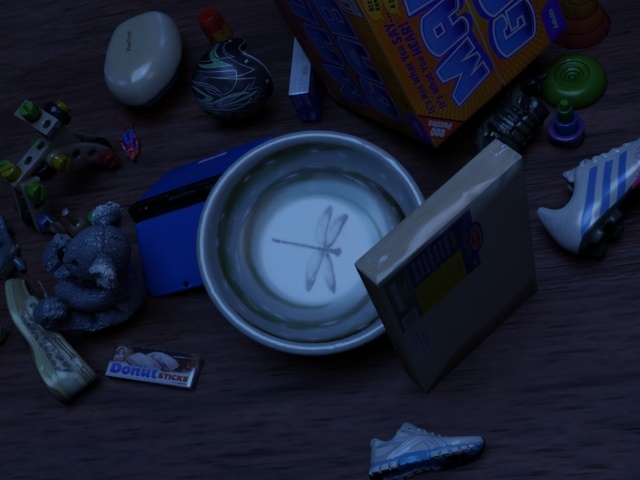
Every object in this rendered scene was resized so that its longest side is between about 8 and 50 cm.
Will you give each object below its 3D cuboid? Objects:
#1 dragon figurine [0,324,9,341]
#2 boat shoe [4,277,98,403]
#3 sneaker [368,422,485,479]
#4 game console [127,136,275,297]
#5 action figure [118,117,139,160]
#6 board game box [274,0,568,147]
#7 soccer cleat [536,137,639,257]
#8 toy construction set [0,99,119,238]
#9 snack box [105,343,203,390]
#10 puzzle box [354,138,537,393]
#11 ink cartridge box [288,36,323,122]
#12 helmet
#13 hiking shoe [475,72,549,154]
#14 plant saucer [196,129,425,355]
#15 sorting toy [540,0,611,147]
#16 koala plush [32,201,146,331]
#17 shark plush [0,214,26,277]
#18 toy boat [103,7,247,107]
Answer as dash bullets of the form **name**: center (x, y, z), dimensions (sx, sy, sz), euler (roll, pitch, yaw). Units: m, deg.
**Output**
- **dragon figurine**: center (-0.718, 0.213, 1.726), dimensions (0.144, 0.085, 0.289), euler (4, 61, 19)
- **boat shoe**: center (-0.520, 0.178, 1.683), dimensions (0.089, 0.104, 0.285), euler (-32, 66, -8)
- **sneaker**: center (0.164, 0.324, 1.394), dimensions (0.191, 0.071, 0.082), euler (-13, 52, 9)
- **game console**: center (-0.211, -0.048, 1.711), dimensions (0.293, 0.173, 0.250), euler (-14, 24, 30)
- **action figure**: center (-0.420, -0.219, 1.924), dimensions (0.038, 0.030, 0.115), euler (-19, 58, 0)
- **board game box**: center (0.166, -0.457, 1.625), dimensions (0.356, 0.356, 0.356), euler (-43, 38, -10)
- **soccer cleat**: center (0.511, -0.119, 1.516), dimensions (0.331, 0.116, 0.143), euler (-45, 58, -10)
- **toy construction set**: center (-0.561, -0.142, 1.795), dimensions (0.258, 0.237, 0.308), euler (-27, 57, 0)
- **snack box**: center (-0.308, 0.234, 1.622), dimensions (0.178, 0.022, 0.064), euler (4, 63, 19)
- **puzzle box**: center (0.210, 0.057, 1.333), dimensions (0.272, 0.409, 0.052), euler (-40, 57, -9)
- **ink cartridge box**: center (-0.025, -0.359, 1.839), dimensions (0.046, 0.097, 0.207), euler (-4, 60, 15)
- **helmet**: center (-0.185, -0.330, 1.835), dimensions (0.169, 0.169, 0.161), euler (-20, 41, 5)
- **hiking shoe**: center (0.360, -0.218, 1.619), dimensions (0.114, 0.086, 0.226), euler (-18, 49, 46)
- **plant saucer**: center (-0.009, 0.009, 1.512), dimensions (0.401, 0.100, 0.400), euler (-1, 71, 3)
- **sorting toy**: center (0.479, -0.355, 1.661), dimensions (0.127, 0.126, 0.365), euler (4, 61, 20)
- **koala plush**: center (-0.408, 0.045, 1.614), dimensions (0.203, 0.221, 0.196), euler (9, 51, -17)
- **shark plush**: center (-0.660, 0.011, 1.838), dimensions (0.073, 0.067, 0.161), euler (-10, 58, 12)
- **toy boat**: center (-0.329, -0.406, 1.952), dimensions (0.318, 0.148, 0.267), euler (-15, 52, 18)
